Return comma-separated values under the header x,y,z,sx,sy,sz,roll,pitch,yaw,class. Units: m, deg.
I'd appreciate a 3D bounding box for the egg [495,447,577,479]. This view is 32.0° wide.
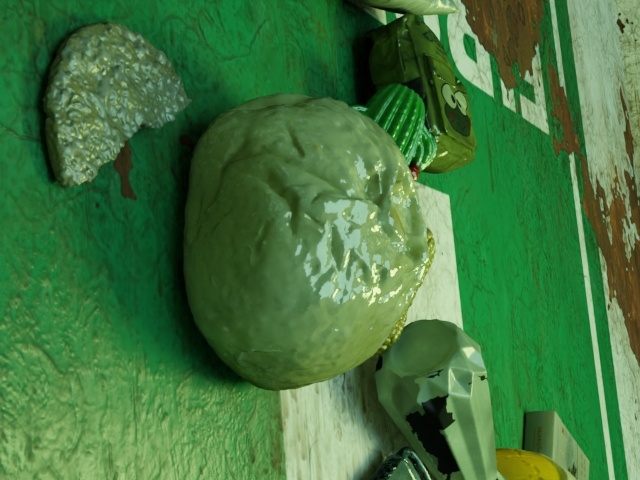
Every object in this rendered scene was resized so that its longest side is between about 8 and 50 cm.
x,y,z,sx,sy,sz,roll,pitch,yaw,class
0.367,0.499,1.866,0.337,0.201,0.337,24,62,-57,egg

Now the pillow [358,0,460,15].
x,y,z,sx,sy,sz,roll,pitch,yaw,class
0.114,-0.398,1.757,0.254,0.144,0.078,-6,118,-61,pillow

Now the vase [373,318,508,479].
x,y,z,sx,sy,sz,roll,pitch,yaw,class
0.193,0.282,1.649,0.165,0.165,0.360,-70,147,-44,vase

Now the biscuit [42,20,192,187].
x,y,z,sx,sy,sz,roll,pitch,yaw,class
-0.218,-0.157,1.150,0.250,0.032,0.133,-49,123,-55,biscuit

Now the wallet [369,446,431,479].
x,y,z,sx,sy,sz,roll,pitch,yaw,class
0.084,0.452,1.481,0.342,0.075,0.237,-37,107,-58,wallet

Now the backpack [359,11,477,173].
x,y,z,sx,sy,sz,roll,pitch,yaw,class
0.149,-0.230,1.771,0.207,0.140,0.253,14,60,-62,backpack

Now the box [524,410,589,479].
x,y,z,sx,sy,sz,roll,pitch,yaw,class
0.471,0.457,2.219,0.233,0.067,0.149,52,37,-43,box

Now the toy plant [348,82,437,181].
x,y,z,sx,sy,sz,roll,pitch,yaw,class
0.066,-0.124,1.595,0.240,0.088,0.154,-37,105,-24,toy plant

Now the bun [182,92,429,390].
x,y,z,sx,sy,sz,roll,pitch,yaw,class
0.000,0.000,1.303,0.352,0.227,0.349,-42,120,-57,bun

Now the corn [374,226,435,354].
x,y,z,sx,sy,sz,roll,pitch,yaw,class
0.104,0.059,1.618,0.291,0.101,0.101,-52,126,-52,corn
